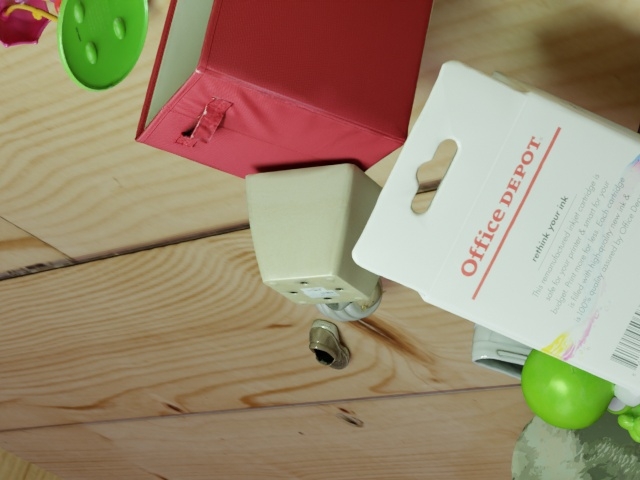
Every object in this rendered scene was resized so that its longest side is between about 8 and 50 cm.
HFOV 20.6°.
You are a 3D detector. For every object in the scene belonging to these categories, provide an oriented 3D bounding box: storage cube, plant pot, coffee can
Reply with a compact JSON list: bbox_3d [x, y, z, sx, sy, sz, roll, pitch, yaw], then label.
[{"bbox_3d":[-0.030,-0.164,1.546,0.193,0.215,0.183,18,157,-17],"label":"storage cube"},{"bbox_3d":[0.000,0.000,1.556,0.109,0.096,0.109,-5,158,27],"label":"plant pot"},{"bbox_3d":[0.369,0.360,2.440,0.201,0.202,0.275,12,156,13],"label":"coffee can"}]

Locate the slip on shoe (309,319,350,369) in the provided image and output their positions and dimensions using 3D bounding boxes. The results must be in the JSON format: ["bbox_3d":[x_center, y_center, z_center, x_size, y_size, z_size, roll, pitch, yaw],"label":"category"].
[{"bbox_3d":[0.009,0.155,2.437,0.051,0.041,0.135,12,156,12],"label":"slip on shoe"}]

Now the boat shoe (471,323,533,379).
[{"bbox_3d":[0.300,0.168,2.209,0.258,0.084,0.095,23,156,-12],"label":"boat shoe"}]

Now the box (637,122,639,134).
[{"bbox_3d":[0.396,-0.144,1.481,0.201,0.057,0.293,17,157,4],"label":"box"}]

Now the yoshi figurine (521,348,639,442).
[{"bbox_3d":[0.315,0.116,1.931,0.203,0.204,0.362,16,154,7],"label":"yoshi figurine"}]

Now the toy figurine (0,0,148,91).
[{"bbox_3d":[-0.272,-0.238,1.696,0.159,0.130,0.173,14,137,31],"label":"toy figurine"}]

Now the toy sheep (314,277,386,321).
[{"bbox_3d":[0.027,0.057,2.158,0.091,0.091,0.132,34,166,-34],"label":"toy sheep"}]

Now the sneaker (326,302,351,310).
[{"bbox_3d":[0.010,-0.043,1.972,0.083,0.118,0.222,15,137,58],"label":"sneaker"}]

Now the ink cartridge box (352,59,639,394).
[{"bbox_3d":[0.211,-0.012,1.552,0.353,0.207,0.119,24,-170,-14],"label":"ink cartridge box"}]
